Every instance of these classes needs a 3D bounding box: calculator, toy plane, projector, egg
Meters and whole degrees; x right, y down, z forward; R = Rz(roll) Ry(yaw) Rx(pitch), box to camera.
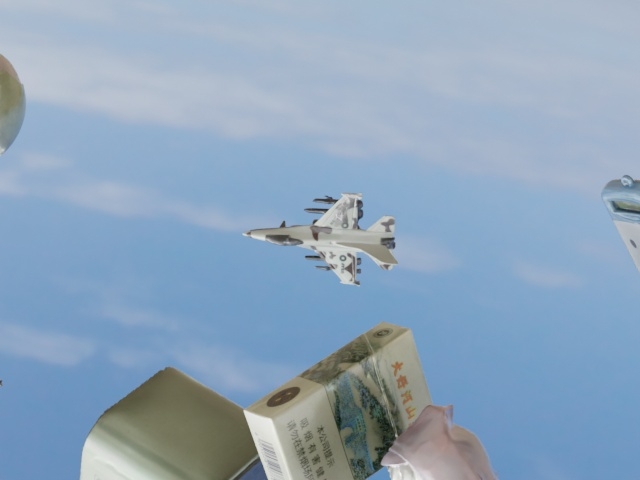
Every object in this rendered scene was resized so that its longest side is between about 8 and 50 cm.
[{"bbox_3d":[0.463,-0.006,1.795,0.039,0.210,0.121,-41,-154,-20],"label":"calculator"},{"bbox_3d":[0.010,-0.008,1.865,0.234,0.160,0.082,11,-145,16],"label":"toy plane"},{"bbox_3d":[-0.224,0.390,2.124,0.249,0.249,0.248,28,-142,23],"label":"projector"},{"bbox_3d":[-0.675,-0.276,2.562,0.183,0.217,0.183,1,162,0],"label":"egg"}]

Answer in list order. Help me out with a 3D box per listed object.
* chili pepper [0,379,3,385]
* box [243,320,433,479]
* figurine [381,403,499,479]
[{"bbox_3d":[-0.608,0.204,2.047,0.059,0.051,0.268,-8,158,30],"label":"chili pepper"},{"bbox_3d":[0.034,0.244,1.770,0.256,0.164,0.069,-30,-157,-30],"label":"box"},{"bbox_3d":[0.191,0.353,1.725,0.133,0.276,0.200,-34,-175,-12],"label":"figurine"}]
